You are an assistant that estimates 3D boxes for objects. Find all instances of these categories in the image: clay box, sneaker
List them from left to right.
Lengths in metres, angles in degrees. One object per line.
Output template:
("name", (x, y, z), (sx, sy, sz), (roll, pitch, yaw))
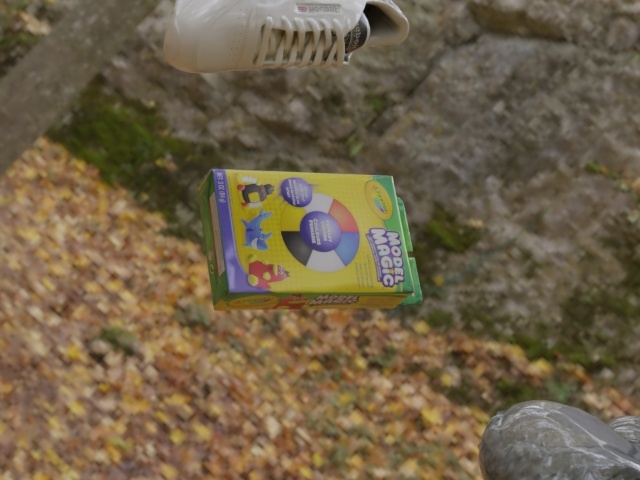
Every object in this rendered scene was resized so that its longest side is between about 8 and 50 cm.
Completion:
("sneaker", (-0.024, -0.175, 0.974), (0.095, 0.235, 0.090), (41, -48, 22))
("clay box", (0.000, 0.000, 1.171), (0.053, 0.222, 0.127), (134, -49, -57))

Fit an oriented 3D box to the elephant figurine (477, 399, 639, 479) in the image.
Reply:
("elephant figurine", (0.064, 0.180, 0.332), (0.169, 0.239, 0.186), (27, 12, -8))
